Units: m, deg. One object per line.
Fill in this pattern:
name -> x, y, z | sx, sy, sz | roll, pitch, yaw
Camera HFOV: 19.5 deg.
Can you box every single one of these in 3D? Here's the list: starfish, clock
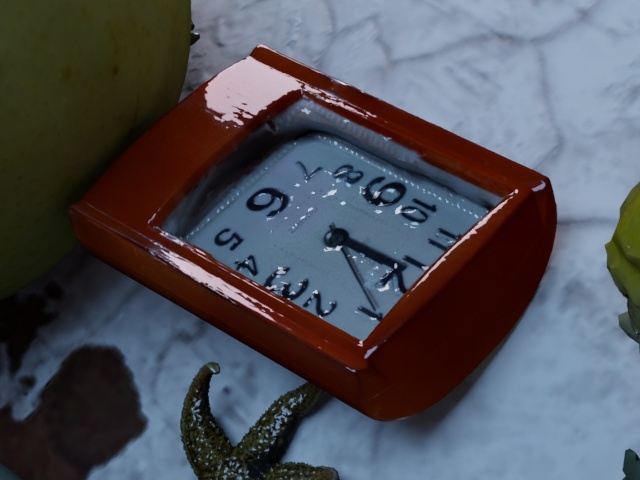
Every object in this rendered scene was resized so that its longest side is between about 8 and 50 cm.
starfish -> -0.029, 0.083, 0.690 | 0.078, 0.028, 0.091 | 33, 77, 34
clock -> 0.000, 0.000, 0.702 | 0.155, 0.061, 0.113 | 27, 57, 35

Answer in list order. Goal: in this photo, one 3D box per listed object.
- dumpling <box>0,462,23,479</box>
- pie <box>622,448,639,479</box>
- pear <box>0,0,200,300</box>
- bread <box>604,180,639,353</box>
dumpling -> -0.147, 0.150, 0.661 | 0.149, 0.105, 0.216 | -45, 49, -4
pie -> 0.176, 0.177, 0.356 | 0.296, 0.078, 0.371 | 3, 95, 50
pear -> -0.207, -0.101, 0.748 | 0.309, 0.309, 0.309 | -15, 54, 21
bread -> 0.286, 0.012, 0.482 | 0.323, 0.143, 0.333 | -42, 49, 0
